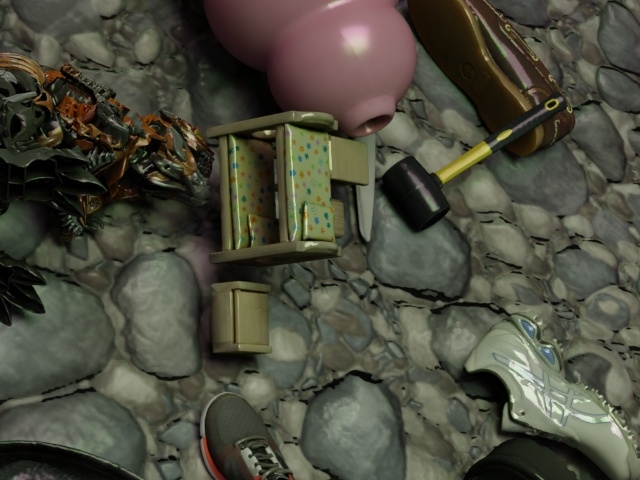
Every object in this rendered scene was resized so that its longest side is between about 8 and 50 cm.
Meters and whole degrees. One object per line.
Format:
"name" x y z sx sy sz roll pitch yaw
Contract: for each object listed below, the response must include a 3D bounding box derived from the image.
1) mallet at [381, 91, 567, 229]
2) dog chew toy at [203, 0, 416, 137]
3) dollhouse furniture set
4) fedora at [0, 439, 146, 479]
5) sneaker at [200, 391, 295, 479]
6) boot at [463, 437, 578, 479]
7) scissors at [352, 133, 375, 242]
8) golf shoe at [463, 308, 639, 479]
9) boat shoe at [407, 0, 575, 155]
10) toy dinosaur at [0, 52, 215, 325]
"mallet" 0.137 -0.086 1.575 0.189 0.039 0.062 -40 80 -19
"dog chew toy" -0.023 -0.239 1.528 0.206 0.206 0.332 -13 69 -32
"dollhouse furniture set" 0.000 0.000 1.428 0.161 0.101 0.182 7 78 -51
"fedora" -0.153 0.256 1.161 0.334 0.152 0.334 13 54 -19
"sneaker" -0.039 0.178 1.326 0.061 0.065 0.158 -11 65 -32
"boot" 0.163 0.325 1.282 0.348 0.131 0.260 41 43 18
"scissors" 0.047 -0.128 1.602 0.109 0.021 0.297 0 58 -28
"golf shoe" 0.192 0.147 1.477 0.086 0.069 0.176 -37 75 -18
"boat shoe" 0.160 -0.173 1.660 0.073 0.073 0.207 -27 81 -36
"toy dinosaur" -0.242 -0.069 1.371 0.322 0.164 0.218 0 42 -5
